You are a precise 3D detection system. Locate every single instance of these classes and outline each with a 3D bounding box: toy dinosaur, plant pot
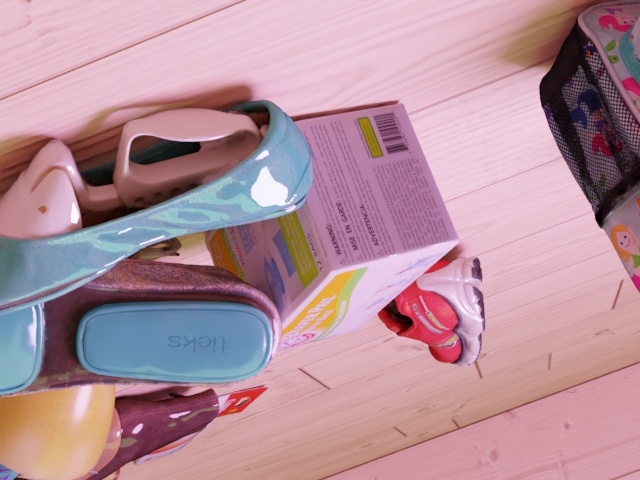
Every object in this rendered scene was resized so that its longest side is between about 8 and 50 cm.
[{"bbox_3d":[-0.145,0.028,0.933,0.093,0.053,0.183,-13,163,40],"label":"toy dinosaur"},{"bbox_3d":[-0.235,0.131,1.027,0.134,0.134,0.095,2,128,-51],"label":"plant pot"}]

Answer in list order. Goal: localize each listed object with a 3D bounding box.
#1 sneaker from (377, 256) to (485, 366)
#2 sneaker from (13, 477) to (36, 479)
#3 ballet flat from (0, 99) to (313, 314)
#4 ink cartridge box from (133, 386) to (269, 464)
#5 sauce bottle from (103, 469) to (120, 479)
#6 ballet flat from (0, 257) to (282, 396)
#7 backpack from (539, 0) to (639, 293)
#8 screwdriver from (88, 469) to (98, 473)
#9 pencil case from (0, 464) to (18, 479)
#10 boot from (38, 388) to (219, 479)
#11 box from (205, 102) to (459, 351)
[{"bbox_3d":[0.124,0.077,1.329,0.118,0.107,0.279,-2,161,5],"label":"sneaker"},{"bbox_3d":[-0.491,0.408,1.572,0.286,0.130,0.109,-20,161,0],"label":"sneaker"},{"bbox_3d":[-0.126,-0.031,0.709,0.247,0.083,0.087,-19,127,-9],"label":"ballet flat"},{"bbox_3d":[-0.168,0.260,1.622,0.179,0.045,0.145,-9,161,-25],"label":"ink cartridge box"},{"bbox_3d":[-0.338,0.323,1.626,0.042,0.042,0.128,-29,158,28],"label":"sauce bottle"},{"bbox_3d":[-0.187,0.051,0.807,0.316,0.107,0.106,8,-162,-17],"label":"ballet flat"},{"bbox_3d":[0.295,-0.058,0.771,0.225,0.253,0.191,-13,162,-19],"label":"backpack"},{"bbox_3d":[-0.342,0.255,1.341,0.170,0.025,0.024,6,116,-8],"label":"screwdriver"},{"bbox_3d":[-0.337,0.218,1.261,0.070,0.064,0.152,9,151,-28],"label":"pencil case"},{"bbox_3d":[-0.246,0.263,1.457,0.207,0.090,0.248,-9,157,-26],"label":"boot"},{"bbox_3d":[0.000,0.000,0.866,0.103,0.114,0.203,-13,163,-25],"label":"box"}]
